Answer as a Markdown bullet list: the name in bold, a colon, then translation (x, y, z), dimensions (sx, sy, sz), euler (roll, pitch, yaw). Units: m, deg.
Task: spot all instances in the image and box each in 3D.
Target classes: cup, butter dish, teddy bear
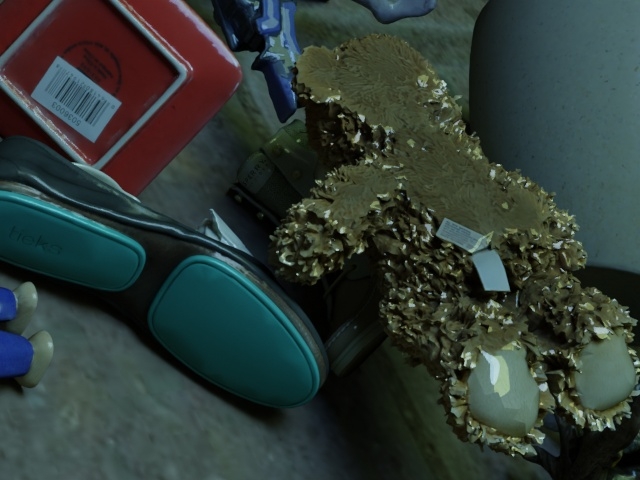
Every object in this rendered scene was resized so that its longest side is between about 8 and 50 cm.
- **cup**: translation (0.270, -0.048, 1.389), dimensions (0.331, 0.331, 0.237), euler (26, 65, -26)
- **butter dish**: translation (-0.151, -0.123, 1.161), dimensions (0.160, 0.160, 0.118), euler (45, 12, -3)
- **teddy bear**: translation (0.085, 0.010, 1.128), dimensions (0.338, 0.113, 0.245), euler (45, 51, 18)

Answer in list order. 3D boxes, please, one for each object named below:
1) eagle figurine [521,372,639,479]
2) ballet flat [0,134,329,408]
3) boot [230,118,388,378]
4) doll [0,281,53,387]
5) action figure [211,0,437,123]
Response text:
- **eagle figurine**: translation (0.309, 0.166, 1.263), dimensions (0.298, 0.226, 0.225), euler (-7, 90, -27)
- **ballet flat**: translation (-0.109, 0.010, 1.094), dimensions (0.280, 0.095, 0.096), euler (32, 32, -19)
- **boot**: translation (0.000, 0.000, 1.228), dimensions (0.165, 0.077, 0.213), euler (42, 30, -6)
- **doll**: translation (-0.248, 0.054, 0.947), dimensions (0.189, 0.046, 0.129), euler (7, 49, -42)
- **action figure**: translation (-0.065, -0.229, 1.352), dimensions (0.330, 0.178, 0.341), euler (-1, 69, -37)
